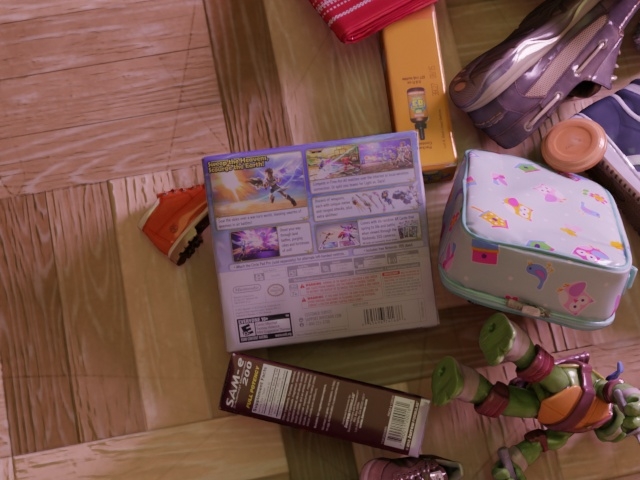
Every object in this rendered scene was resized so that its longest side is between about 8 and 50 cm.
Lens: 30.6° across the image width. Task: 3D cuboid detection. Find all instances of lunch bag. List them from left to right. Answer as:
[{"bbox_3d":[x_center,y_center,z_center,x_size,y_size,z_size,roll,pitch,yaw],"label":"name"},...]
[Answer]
[{"bbox_3d":[0.261,-0.001,1.414,0.224,0.279,0.108,17,118,-1],"label":"lunch bag"}]

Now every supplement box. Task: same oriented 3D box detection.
[{"bbox_3d":[0.005,0.196,1.408,0.239,0.130,0.073,14,84,2],"label":"supplement box"},{"bbox_3d":[0.127,-0.193,1.552,0.078,0.080,0.234,-6,73,-1],"label":"supplement box"}]

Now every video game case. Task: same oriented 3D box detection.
[{"bbox_3d":[0.000,0.000,1.460,0.269,0.061,0.244,-7,95,-2],"label":"video game case"}]

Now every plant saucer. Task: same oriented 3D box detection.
[{"bbox_3d":[0.323,-0.123,1.494,0.083,0.013,0.084,-11,54,16],"label":"plant saucer"}]

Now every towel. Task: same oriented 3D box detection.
[{"bbox_3d":[0.051,-0.390,1.587,0.198,0.031,0.275,-28,56,-8],"label":"towel"}]

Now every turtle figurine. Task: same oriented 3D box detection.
[{"bbox_3d":[0.271,0.222,1.354,0.266,0.197,0.275,30,66,-22],"label":"turtle figurine"}]

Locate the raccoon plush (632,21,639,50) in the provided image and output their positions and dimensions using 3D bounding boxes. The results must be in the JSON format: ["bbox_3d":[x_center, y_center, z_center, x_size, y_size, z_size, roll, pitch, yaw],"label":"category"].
[{"bbox_3d":[0.664,-0.384,1.615,0.299,0.216,0.446,32,105,-7],"label":"raccoon plush"}]

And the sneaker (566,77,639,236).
[{"bbox_3d":[0.458,-0.088,1.525,0.153,0.099,0.282,-36,76,-9],"label":"sneaker"}]

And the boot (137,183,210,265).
[{"bbox_3d":[-0.166,-0.053,1.513,0.084,0.059,0.158,37,77,13],"label":"boot"}]

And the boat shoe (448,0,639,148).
[{"bbox_3d":[0.327,-0.248,1.567,0.355,0.132,0.130,-38,105,-16],"label":"boat shoe"}]

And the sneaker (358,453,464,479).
[{"bbox_3d":[0.107,0.276,1.361,0.071,0.188,0.066,-17,83,25],"label":"sneaker"}]
